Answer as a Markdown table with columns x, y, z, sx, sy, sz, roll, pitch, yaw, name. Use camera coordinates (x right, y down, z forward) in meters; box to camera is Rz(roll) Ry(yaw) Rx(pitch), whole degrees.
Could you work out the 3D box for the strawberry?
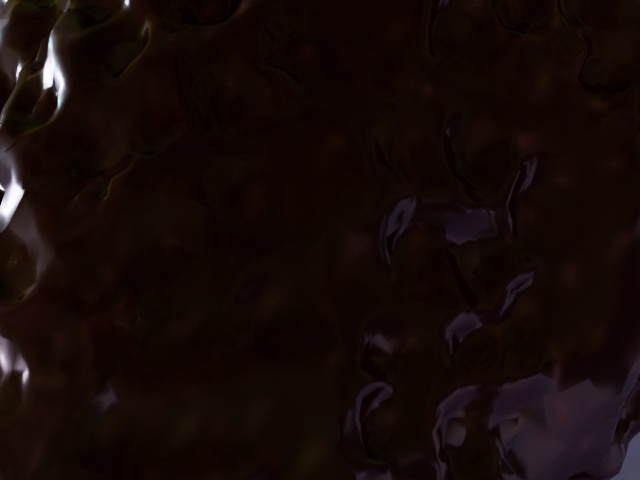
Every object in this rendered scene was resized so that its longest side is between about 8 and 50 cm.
| x | y | z | sx | sy | sz | roll | pitch | yaw | name |
| --- | --- | --- | --- | --- | --- | --- | --- | --- | --- |
| 0.008 | -0.011 | 0.504 | 0.292 | 0.291 | 0.310 | 0 | -160 | -5 | strawberry |
